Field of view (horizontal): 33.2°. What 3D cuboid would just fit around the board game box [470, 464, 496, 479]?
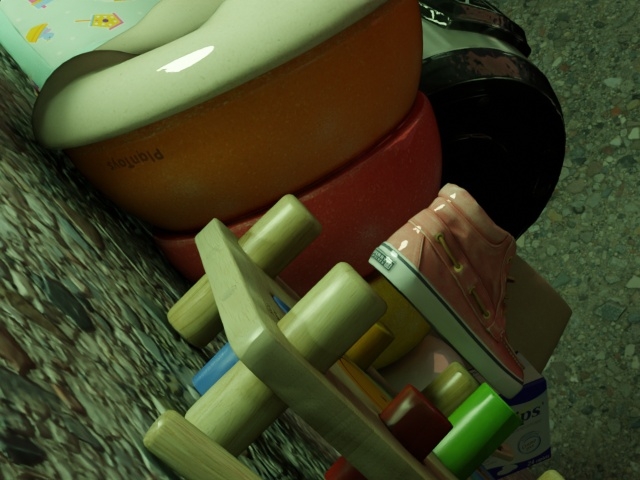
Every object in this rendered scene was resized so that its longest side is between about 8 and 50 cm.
[{"bbox_3d":[0.154,0.262,1.200,0.160,0.047,0.210,44,2,-39],"label":"board game box"}]

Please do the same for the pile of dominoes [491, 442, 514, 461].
[{"bbox_3d":[0.092,0.149,1.196,0.196,0.040,0.251,14,21,-33],"label":"pile of dominoes"}]

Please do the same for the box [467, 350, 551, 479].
[{"bbox_3d":[0.221,0.231,1.375,0.072,0.126,0.137,-130,-155,-57],"label":"box"}]

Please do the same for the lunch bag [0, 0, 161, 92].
[{"bbox_3d":[-0.229,-0.209,1.160,0.262,0.160,0.223,-6,43,-42],"label":"lunch bag"}]

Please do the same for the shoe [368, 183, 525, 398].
[{"bbox_3d":[0.112,0.038,0.747,0.178,0.081,0.063,45,-1,-36],"label":"shoe"}]

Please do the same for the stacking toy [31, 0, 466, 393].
[{"bbox_3d":[0.000,0.000,0.954,0.480,0.351,0.350,65,-4,-19],"label":"stacking toy"}]

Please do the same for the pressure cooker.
[{"bbox_3d":[0.050,-0.171,1.350,0.420,0.375,0.370,55,-15,41],"label":"pressure cooker"}]

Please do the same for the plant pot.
[{"bbox_3d":[0.223,0.153,1.567,0.256,0.274,0.256,45,2,-2],"label":"plant pot"}]

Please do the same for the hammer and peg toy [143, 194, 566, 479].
[{"bbox_3d":[0.032,0.110,0.628,0.266,0.127,0.361,45,2,-17],"label":"hammer and peg toy"}]
